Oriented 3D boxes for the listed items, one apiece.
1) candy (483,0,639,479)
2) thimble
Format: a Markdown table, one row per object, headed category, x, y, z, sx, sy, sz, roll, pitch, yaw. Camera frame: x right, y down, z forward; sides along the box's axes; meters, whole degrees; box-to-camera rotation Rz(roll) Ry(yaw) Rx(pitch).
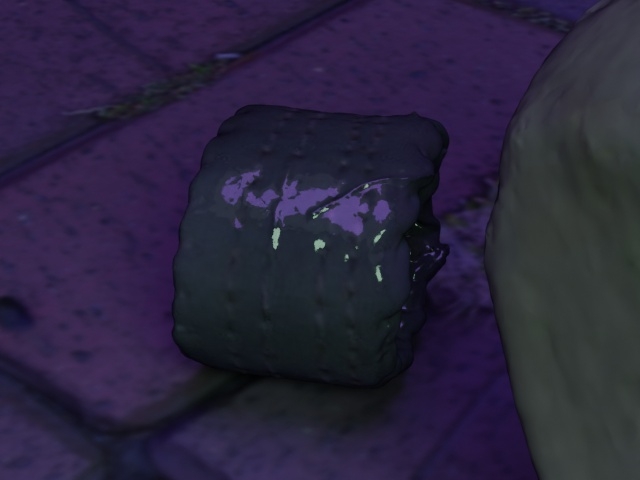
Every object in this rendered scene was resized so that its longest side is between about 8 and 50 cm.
| category | x | y | z | sx | sy | sz | roll | pitch | yaw |
| --- | --- | --- | --- | --- | --- | --- | --- | --- | --- |
| candy | 0.259 | 0.050 | 0.661 | 0.427 | 0.186 | 0.386 | -20 | 74 | -34 |
| thimble | -0.001 | 0.003 | 0.834 | 0.117 | 0.127 | 0.151 | 8 | 35 | 11 |
